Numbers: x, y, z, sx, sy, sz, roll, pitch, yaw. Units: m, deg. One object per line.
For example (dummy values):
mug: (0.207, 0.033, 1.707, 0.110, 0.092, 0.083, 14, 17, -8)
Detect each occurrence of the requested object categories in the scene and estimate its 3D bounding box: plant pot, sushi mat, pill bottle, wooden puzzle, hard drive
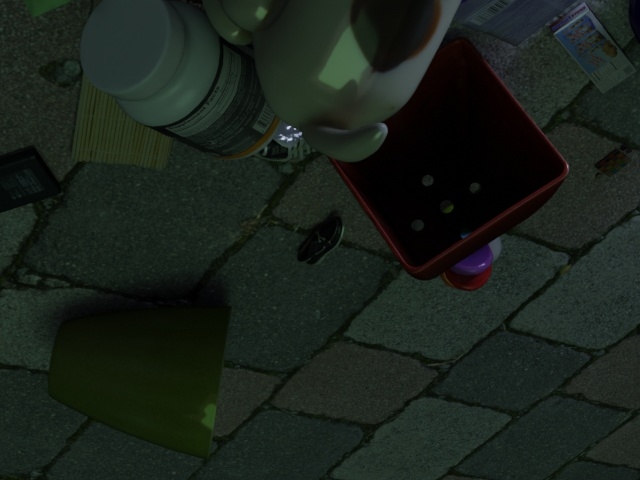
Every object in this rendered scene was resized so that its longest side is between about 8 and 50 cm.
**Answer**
plant pot: (0.183, -0.089, 1.511, 0.267, 0.267, 0.236, -32, 159, -2)
sushi mat: (-0.261, -0.222, 1.415, 0.151, 0.019, 0.317, 3, 138, -19)
pill bottle: (-0.170, -0.210, 1.286, 0.162, 0.162, 0.278, -30, 158, 19)
wooden puzzle: (0.519, -0.138, 1.775, 0.049, 0.006, 0.083, 25, 127, -39)
hard drive: (-0.474, -0.085, 1.509, 0.135, 0.022, 0.094, -18, 141, 3)
plant pot: (-0.322, 0.232, 1.778, 0.293, 0.275, 0.275, 9, 138, -5)

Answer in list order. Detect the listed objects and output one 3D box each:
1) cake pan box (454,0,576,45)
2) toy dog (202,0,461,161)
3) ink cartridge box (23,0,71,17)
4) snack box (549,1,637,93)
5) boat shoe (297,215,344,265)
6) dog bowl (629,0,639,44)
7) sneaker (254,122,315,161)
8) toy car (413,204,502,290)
cake pan box: (0.302, -0.361, 1.303, 0.267, 0.070, 0.245, -37, 165, 26)
toy dog: (0.070, -0.327, 1.087, 0.284, 0.396, 0.408, 26, 132, -23)
ink cartridge box: (-0.275, -0.371, 1.155, 0.235, 0.056, 0.171, -22, 116, 7)
snack box: (0.422, -0.294, 1.543, 0.064, 0.022, 0.178, -34, 138, 23)
boat shoe: (0.000, 0.000, 1.747, 0.038, 0.046, 0.125, 6, 145, -31)
dog bowl: (0.597, -0.346, 1.471, 0.264, 0.104, 0.265, -9, 140, -7)
sneaker: (-0.039, -0.159, 1.502, 0.235, 0.095, 0.090, -3, 138, -17)
toy car: (0.252, 0.016, 1.771, 0.159, 0.136, 0.182, -11, 141, -5)
